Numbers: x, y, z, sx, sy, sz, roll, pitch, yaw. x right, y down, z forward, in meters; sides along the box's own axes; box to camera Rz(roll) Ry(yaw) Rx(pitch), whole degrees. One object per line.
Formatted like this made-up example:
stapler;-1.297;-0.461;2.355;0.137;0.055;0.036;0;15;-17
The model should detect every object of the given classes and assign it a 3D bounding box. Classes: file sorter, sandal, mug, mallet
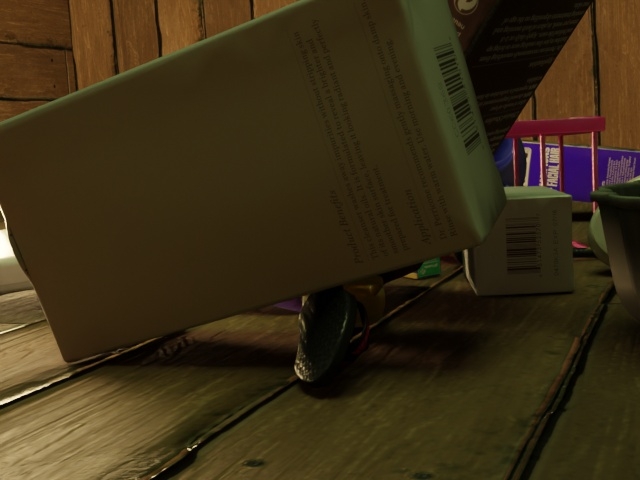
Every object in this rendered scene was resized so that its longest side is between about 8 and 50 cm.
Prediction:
file sorter;0.222;-0.071;1.304;0.291;0.182;0.202;-3;5;1
sandal;0.013;0.068;0.722;0.040;0.067;0.179;36;7;-8
mug;0.026;0.056;0.855;0.064;0.062;0.078;3;7;-21
mallet;0.262;0.014;1.203;0.190;0.039;0.062;-1;10;-12

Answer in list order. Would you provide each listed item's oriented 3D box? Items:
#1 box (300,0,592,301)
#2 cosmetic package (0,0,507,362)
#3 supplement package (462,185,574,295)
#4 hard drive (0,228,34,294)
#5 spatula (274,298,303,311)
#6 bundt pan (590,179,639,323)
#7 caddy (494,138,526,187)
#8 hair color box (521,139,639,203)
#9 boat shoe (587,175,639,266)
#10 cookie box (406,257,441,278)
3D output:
box;0.087;-0.121;0.938;0.143;0.381;0.191;44;37;23
cosmetic package;-0.066;-0.057;0.781;0.385;0.217;0.156;-15;9;22
supplement package;0.215;-0.004;1.055;0.105;0.105;0.179;-4;7;4
hard drive;-0.343;0.015;1.191;0.353;0.047;0.233;-8;13;12
spatula;-0.135;0.058;1.035;0.297;0.030;0.084;-1;9;22
bundt pan;0.374;0.014;0.706;0.331;0.124;0.331;-3;6;0
caddy;0.148;-0.122;1.491;0.342;0.241;0.179;-4;33;1
hair color box;0.515;-0.120;1.721;0.339;0.110;0.185;6;7;23
boat shoe;0.474;-0.022;1.142;0.341;0.127;0.158;-19;-27;-6
cookie box;0.105;-0.010;1.166;0.040;0.107;0.092;-9;8;-29
